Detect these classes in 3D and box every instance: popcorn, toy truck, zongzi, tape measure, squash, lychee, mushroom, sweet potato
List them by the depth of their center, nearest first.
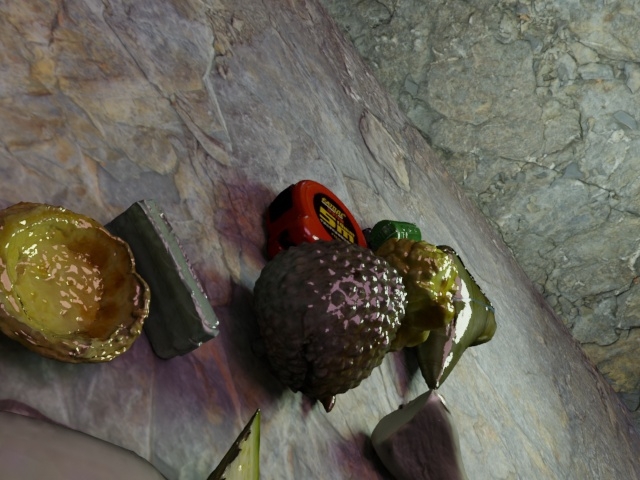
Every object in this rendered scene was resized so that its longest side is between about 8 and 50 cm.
[{"bbox_3d":[-0.095,0.348,0.635,0.155,0.204,0.237,39,16,3],"label":"squash"},{"bbox_3d":[0.012,0.123,0.962,0.255,0.274,0.255,161,-90,-88],"label":"lychee"},{"bbox_3d":[0.007,0.247,1.045,0.153,0.038,0.041,-88,162,-61],"label":"sweet potato"},{"bbox_3d":[0.223,0.436,1.067,0.329,0.159,0.122,57,37,-7],"label":"mushroom"},{"bbox_3d":[-0.001,0.000,1.221,0.253,0.114,0.260,40,27,-30],"label":"tape measure"},{"bbox_3d":[0.187,0.128,1.278,0.205,0.237,0.252,26,69,-25],"label":"popcorn"},{"bbox_3d":[0.345,0.253,1.481,0.356,0.174,0.393,41,40,-41],"label":"zongzi"},{"bbox_3d":[0.200,0.000,1.544,0.242,0.125,0.101,5,56,-59],"label":"toy truck"}]

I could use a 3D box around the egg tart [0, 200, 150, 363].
[{"bbox_3d":[-0.301,0.056,0.675,0.212,0.090,0.213,40,29,-28],"label":"egg tart"}]

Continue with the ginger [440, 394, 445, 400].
[{"bbox_3d":[0.234,0.391,1.219,0.190,0.068,0.095,-38,138,-68],"label":"ginger"}]

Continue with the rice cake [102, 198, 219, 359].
[{"bbox_3d":[-0.220,0.055,0.788,0.038,0.124,0.211,-17,81,-57],"label":"rice cake"}]

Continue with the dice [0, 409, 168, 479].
[{"bbox_3d":[-0.241,0.288,0.314,0.304,0.277,0.304,35,32,-37],"label":"dice"}]
